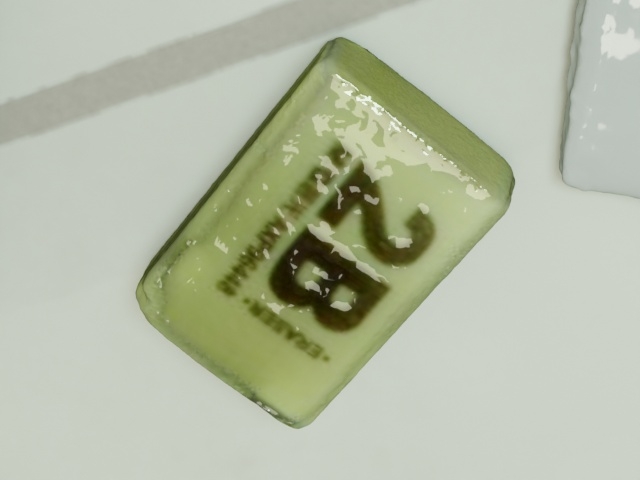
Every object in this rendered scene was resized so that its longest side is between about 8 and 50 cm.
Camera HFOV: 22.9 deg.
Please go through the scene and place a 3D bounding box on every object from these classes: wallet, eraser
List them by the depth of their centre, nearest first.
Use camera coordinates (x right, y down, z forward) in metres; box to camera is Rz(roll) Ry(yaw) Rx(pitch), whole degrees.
[{"bbox_3d":[0.207,-0.071,0.740,0.183,0.032,0.124,6,114,3],"label":"wallet"},{"bbox_3d":[0.000,0.000,0.783,0.117,0.058,0.172,37,113,-9],"label":"eraser"}]
